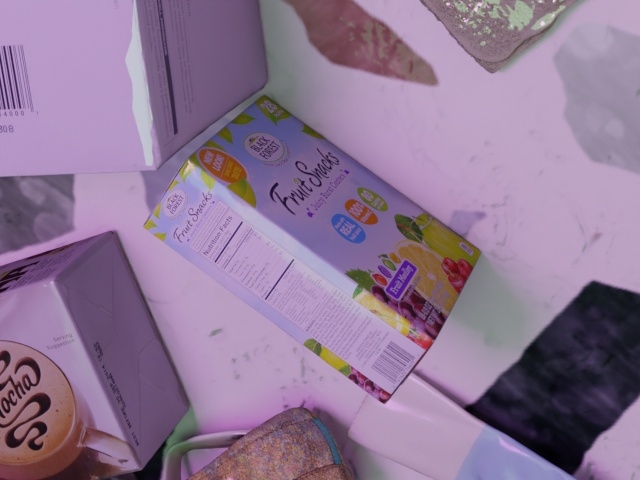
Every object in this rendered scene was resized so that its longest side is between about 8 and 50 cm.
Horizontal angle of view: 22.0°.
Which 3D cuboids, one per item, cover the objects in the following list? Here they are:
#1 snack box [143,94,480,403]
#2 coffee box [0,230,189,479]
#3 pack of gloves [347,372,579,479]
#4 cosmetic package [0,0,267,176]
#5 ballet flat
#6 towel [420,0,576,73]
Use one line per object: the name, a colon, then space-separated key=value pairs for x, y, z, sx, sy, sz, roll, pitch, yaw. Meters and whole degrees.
snack box: x=0.000 y=0.000 z=1.167 sx=0.207 sy=0.174 sz=0.070 roll=35 pitch=115 yaw=1
coffee box: x=-0.282 y=0.121 z=1.330 sx=0.297 sy=0.119 sz=0.168 roll=-16 pitch=104 yaw=22
pack of gloves: x=0.115 y=0.226 z=1.302 sx=0.232 sy=0.046 sz=0.195 roll=33 pitch=116 yaw=15
cosmetic package: x=-0.182 y=-0.140 z=1.141 sx=0.224 sy=0.225 sz=0.138 roll=-1 pitch=107 yaw=17
ballet flat: x=-0.129 y=0.231 z=1.337 sx=0.348 sy=0.123 sz=0.123 roll=-26 pitch=101 yaw=22
towel: x=0.107 y=-0.198 z=1.140 sx=0.148 sy=0.027 sz=0.110 roll=46 pitch=115 yaw=-3
